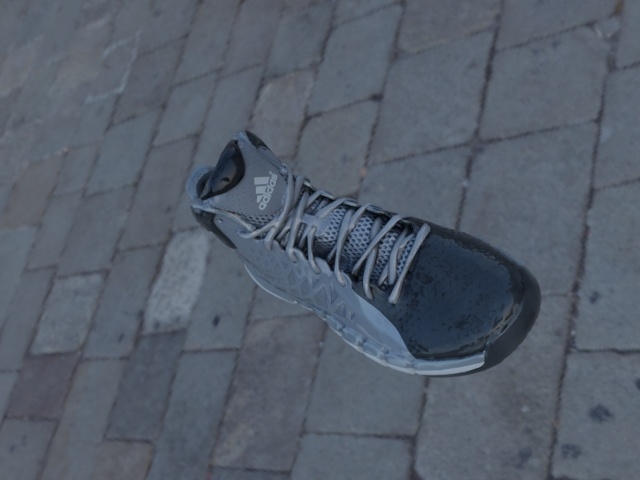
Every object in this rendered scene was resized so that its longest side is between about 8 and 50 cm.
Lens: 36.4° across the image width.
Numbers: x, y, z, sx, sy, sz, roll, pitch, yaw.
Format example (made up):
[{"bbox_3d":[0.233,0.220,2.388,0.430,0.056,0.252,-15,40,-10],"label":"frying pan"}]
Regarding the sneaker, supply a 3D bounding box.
[{"bbox_3d":[0.000,0.000,0.535,0.229,0.132,0.086,15,71,46],"label":"sneaker"}]
